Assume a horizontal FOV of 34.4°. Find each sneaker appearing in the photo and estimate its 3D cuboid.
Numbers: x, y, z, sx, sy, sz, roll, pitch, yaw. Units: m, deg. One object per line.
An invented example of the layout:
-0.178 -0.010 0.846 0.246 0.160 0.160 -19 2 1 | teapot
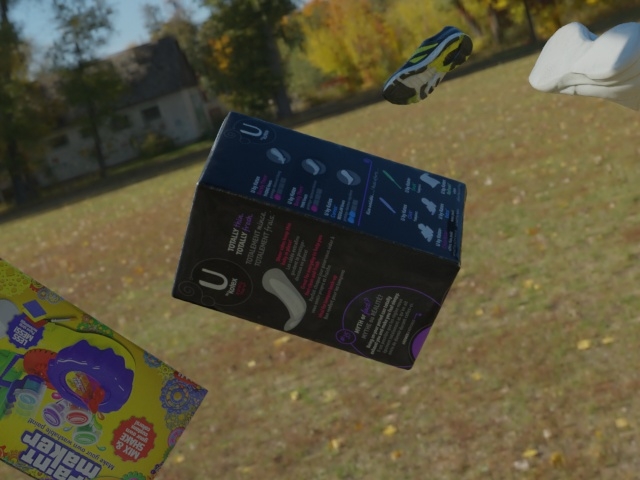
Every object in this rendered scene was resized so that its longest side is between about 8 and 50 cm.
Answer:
0.284 -0.162 1.027 0.080 0.094 0.212 -60 17 3 | sneaker
0.085 -0.141 0.834 0.083 0.031 0.035 -34 32 14 | sneaker

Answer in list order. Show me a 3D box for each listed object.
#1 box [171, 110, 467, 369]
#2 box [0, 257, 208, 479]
0.000 0.000 1.090 0.270 0.165 0.143 17 39 -3 | box
-0.332 0.148 1.177 0.177 0.290 0.279 -58 27 -11 | box
